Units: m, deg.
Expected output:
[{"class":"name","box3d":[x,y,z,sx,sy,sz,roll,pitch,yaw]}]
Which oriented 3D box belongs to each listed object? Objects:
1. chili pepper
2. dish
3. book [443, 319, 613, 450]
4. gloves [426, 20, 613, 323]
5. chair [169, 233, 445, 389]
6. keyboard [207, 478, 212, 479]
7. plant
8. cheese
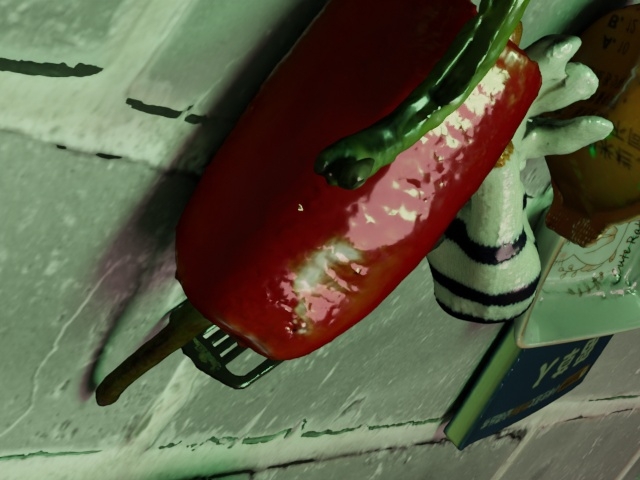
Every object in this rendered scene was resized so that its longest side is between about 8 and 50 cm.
[{"class":"chili pepper","box3d":[-0.018,-0.003,1.077,0.338,0.131,0.134,-49,151,5]},{"class":"dish","box3d":[0.279,0.014,1.735,0.234,0.064,0.154,-6,132,-33]},{"class":"book","box3d":[0.304,0.019,1.921,0.300,0.039,0.428,-19,143,-55]},{"class":"gloves","box3d":[0.122,-0.057,1.318,0.140,0.131,0.218,-29,121,-40]},{"class":"chair","box3d":[0.000,0.000,1.190,0.212,0.084,0.101,-34,158,-35]},{"class":"keyboard","box3d":[-0.151,0.270,1.450,0.204,0.013,0.061,-45,160,-12]},{"class":"plant","box3d":[0.110,-0.197,0.984,0.333,0.180,0.251,-44,166,18]},{"class":"cheese","box3d":[0.277,-0.140,1.416,0.129,0.217,0.329,32,90,-27]}]
